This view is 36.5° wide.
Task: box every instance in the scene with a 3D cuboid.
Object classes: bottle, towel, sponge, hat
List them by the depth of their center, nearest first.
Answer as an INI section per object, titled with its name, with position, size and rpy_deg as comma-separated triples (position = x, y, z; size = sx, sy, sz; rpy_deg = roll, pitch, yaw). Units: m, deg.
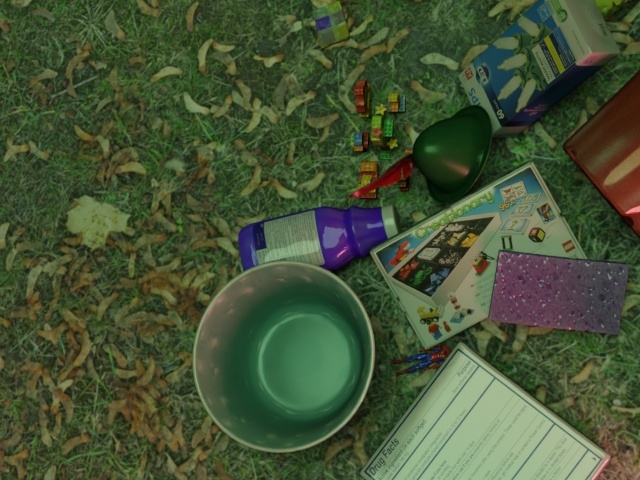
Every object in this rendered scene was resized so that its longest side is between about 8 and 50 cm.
[sponge]
position = 0.383, 0.083, 1.571
size = 0.210, 0.031, 0.117
rpy_deg = 6, 99, 4
[hat]
position = 0.162, -0.165, 1.609
size = 0.173, 0.184, 0.208
rpy_deg = -46, 34, 40
[bottle]
position = 0.000, 0.000, 1.707
size = 0.283, 0.092, 0.118
rpy_deg = -14, 79, 12
[towel]
position = 0.020, -0.408, 1.833
size = 0.060, 0.009, 0.083
rpy_deg = -16, 75, 13

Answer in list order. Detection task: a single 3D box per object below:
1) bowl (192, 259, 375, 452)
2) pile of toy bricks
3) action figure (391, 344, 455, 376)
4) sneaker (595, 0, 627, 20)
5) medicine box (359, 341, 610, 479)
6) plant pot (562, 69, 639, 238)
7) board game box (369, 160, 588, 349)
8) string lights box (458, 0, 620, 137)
[bowl]
position = -0.044, 0.200, 1.640
size = 0.312, 0.163, 0.311
rpy_deg = -3, 77, 14
[pile of toy bricks]
position = 0.106, -0.185, 1.710
size = 0.118, 0.105, 0.212
rpy_deg = -1, 78, 16
[action figure]
position = 0.180, 0.202, 1.648
size = 0.115, 0.030, 0.038
rpy_deg = -17, 71, 9
[sneaker]
position = 0.510, -0.459, 1.638
size = 0.147, 0.145, 0.384
rpy_deg = 34, 95, 9
[medicine box]
position = 0.260, 0.352, 1.528
size = 0.289, 0.149, 0.263
rpy_deg = 37, 90, 20
[plant pot]
position = 0.543, -0.157, 1.512
size = 0.265, 0.272, 0.272
rpy_deg = -40, 71, 14
[board game box]
position = 0.261, 0.025, 1.616
size = 0.305, 0.053, 0.193
rpy_deg = -29, 93, 8
[string lights box]
position = 0.353, -0.289, 1.599
size = 0.260, 0.077, 0.133
rpy_deg = -42, 64, 49
